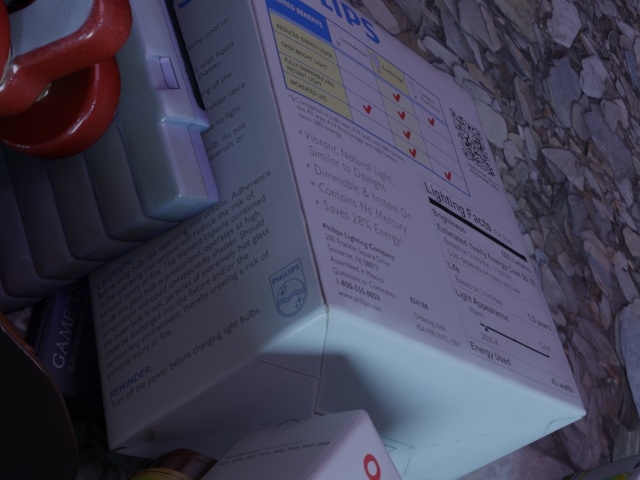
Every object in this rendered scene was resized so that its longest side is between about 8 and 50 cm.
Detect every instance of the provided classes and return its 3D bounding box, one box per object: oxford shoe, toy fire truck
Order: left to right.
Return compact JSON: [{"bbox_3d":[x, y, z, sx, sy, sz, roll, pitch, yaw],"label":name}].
[{"bbox_3d":[-0.279,-0.167,0.738,0.169,0.302,0.254,13,60,-70],"label":"toy fire truck"},{"bbox_3d":[-0.236,0.089,0.810,0.212,0.076,0.076,63,-2,-12],"label":"oxford shoe"}]

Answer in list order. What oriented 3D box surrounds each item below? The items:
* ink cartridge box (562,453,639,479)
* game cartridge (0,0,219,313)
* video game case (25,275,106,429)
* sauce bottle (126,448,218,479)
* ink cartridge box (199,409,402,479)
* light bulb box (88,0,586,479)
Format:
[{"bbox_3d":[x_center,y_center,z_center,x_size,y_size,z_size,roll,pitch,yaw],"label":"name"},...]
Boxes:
[{"bbox_3d":[0.362,0.302,1.220,0.188,0.255,0.097,-25,87,-54],"label":"ink cartridge box"},{"bbox_3d":[-0.211,-0.149,0.852,0.068,0.230,0.355,8,61,-61],"label":"game cartridge"},{"bbox_3d":[-0.123,0.092,0.974,0.274,0.026,0.196,32,45,-32],"label":"video game case"},{"bbox_3d":[-0.158,0.255,0.673,0.111,0.111,0.344,57,35,-6],"label":"sauce bottle"},{"bbox_3d":[-0.029,0.255,0.654,0.273,0.114,0.198,-41,108,-53],"label":"ink cartridge box"},{"bbox_3d":[0.000,0.000,0.953,0.358,0.225,0.361,26,40,-45],"label":"light bulb box"}]
